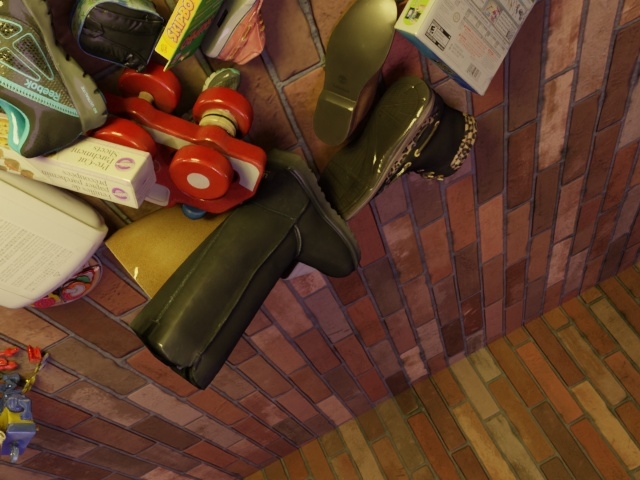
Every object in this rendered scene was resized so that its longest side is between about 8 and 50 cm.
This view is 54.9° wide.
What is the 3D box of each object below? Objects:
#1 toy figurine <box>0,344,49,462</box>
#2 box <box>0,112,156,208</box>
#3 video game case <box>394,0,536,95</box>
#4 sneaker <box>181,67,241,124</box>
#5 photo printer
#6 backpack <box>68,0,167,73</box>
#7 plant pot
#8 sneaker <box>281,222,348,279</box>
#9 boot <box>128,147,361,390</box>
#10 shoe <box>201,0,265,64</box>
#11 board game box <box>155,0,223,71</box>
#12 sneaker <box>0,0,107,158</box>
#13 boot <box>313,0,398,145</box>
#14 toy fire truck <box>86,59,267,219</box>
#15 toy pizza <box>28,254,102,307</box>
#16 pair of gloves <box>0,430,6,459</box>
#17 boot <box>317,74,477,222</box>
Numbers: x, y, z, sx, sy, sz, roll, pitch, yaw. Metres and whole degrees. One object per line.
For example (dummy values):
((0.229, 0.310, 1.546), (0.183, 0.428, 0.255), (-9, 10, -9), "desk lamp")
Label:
((-0.766, 0.439, 1.456), (0.191, 0.217, 0.362), (10, 130, -44), "toy figurine")
((-0.407, -0.129, 0.913), (0.324, 0.067, 0.063), (16, 144, 8), "box")
((0.283, -0.433, 1.132), (0.270, 0.061, 0.244), (19, 104, -49), "video game case")
((-0.188, -0.231, 1.107), (0.065, 0.076, 0.166), (9, 131, -45), "sneaker")
((-0.556, -0.008, 1.094), (0.256, 0.107, 0.307), (-41, 145, 8), "photo printer")
((-0.302, -0.314, 0.897), (0.114, 0.084, 0.105), (1, 135, -47), "backpack")
((-0.269, 0.011, 1.273), (0.254, 0.237, 0.237), (-41, 150, -15), "plant pot")
((0.000, 0.000, 1.545), (0.123, 0.105, 0.290), (-7, 156, -38), "sneaker")
((-0.118, 0.101, 1.212), (0.367, 0.146, 0.445), (54, 56, -39), "boot")
((-0.117, -0.362, 0.999), (0.081, 0.063, 0.178), (5, 140, -43), "shoe")
((-0.162, -0.371, 0.905), (0.039, 0.124, 0.259), (33, 121, -6), "board game box")
((-0.405, -0.259, 0.769), (0.140, 0.125, 0.340), (-42, 129, -23), "sneaker")
((0.075, -0.333, 1.179), (0.115, 0.112, 0.305), (-40, 159, -49), "boot")
((-0.253, -0.138, 1.050), (0.302, 0.169, 0.254), (19, 147, -11), "toy fire truck")
((-0.561, 0.085, 1.297), (0.201, 0.032, 0.201), (-20, 146, -14), "toy pizza")
((-0.819, 0.427, 1.398), (0.204, 0.240, 0.042), (-48, 178, 33), "pair of gloves")
((0.175, -0.172, 1.383), (0.284, 0.138, 0.377), (4, 127, -51), "boot")
